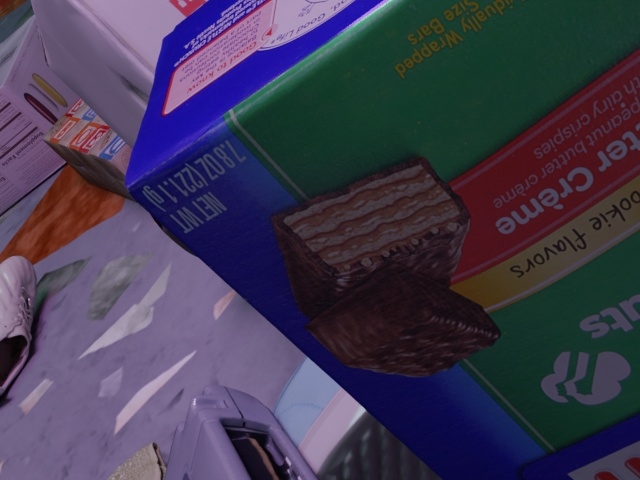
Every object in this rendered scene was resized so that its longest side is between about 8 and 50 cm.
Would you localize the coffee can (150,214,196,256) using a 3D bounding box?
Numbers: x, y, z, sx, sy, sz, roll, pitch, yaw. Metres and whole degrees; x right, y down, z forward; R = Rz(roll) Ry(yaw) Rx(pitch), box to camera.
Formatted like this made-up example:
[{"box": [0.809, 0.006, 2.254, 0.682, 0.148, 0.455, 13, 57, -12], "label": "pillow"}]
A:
[{"box": [-0.048, -0.131, 0.996, 0.202, 0.201, 0.275, -34, 28, 19], "label": "coffee can"}]

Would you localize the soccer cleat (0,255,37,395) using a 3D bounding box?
[{"box": [-0.338, 0.096, 1.231, 0.076, 0.068, 0.196, -19, 43, 31], "label": "soccer cleat"}]

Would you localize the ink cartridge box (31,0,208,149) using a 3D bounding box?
[{"box": [0.036, -0.177, 0.767, 0.385, 0.279, 0.160, -43, -10, -20], "label": "ink cartridge box"}]

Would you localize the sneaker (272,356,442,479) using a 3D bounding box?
[{"box": [0.097, 0.015, 0.663, 0.366, 0.135, 0.150, -44, 30, -1], "label": "sneaker"}]

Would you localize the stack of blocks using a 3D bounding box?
[{"box": [-0.212, -0.143, 1.366, 0.171, 0.087, 0.297, -49, 27, -11], "label": "stack of blocks"}]

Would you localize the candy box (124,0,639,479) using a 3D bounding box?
[{"box": [0.130, -0.013, 0.453, 0.268, 0.317, 0.122, -31, 32, 26], "label": "candy box"}]

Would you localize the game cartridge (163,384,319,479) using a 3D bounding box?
[{"box": [-0.039, 0.210, 0.552, 0.294, 0.060, 0.196, -141, 67, -69], "label": "game cartridge"}]

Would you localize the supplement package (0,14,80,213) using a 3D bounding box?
[{"box": [-0.469, -0.185, 1.716, 0.204, 0.145, 0.261, -35, 29, 19], "label": "supplement package"}]

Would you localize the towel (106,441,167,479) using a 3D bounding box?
[{"box": [-0.161, 0.223, 0.830, 0.148, 0.027, 0.110, -48, 25, 0], "label": "towel"}]
